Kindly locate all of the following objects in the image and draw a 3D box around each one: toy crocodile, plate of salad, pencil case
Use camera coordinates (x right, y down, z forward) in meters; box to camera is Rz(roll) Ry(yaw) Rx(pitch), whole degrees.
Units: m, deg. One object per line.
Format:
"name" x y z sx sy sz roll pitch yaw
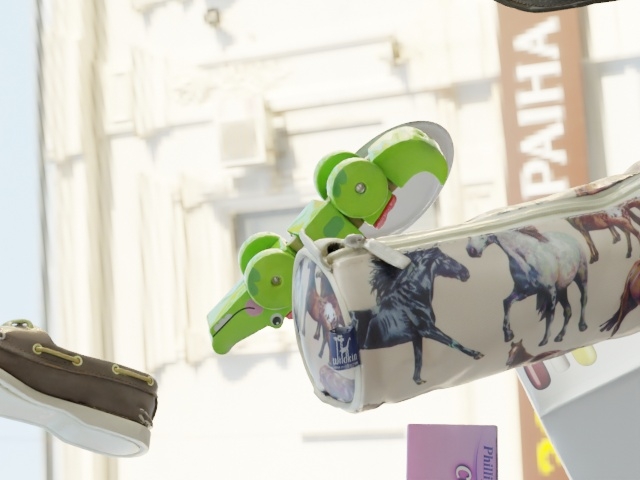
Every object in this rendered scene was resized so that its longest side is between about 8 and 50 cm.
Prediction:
"toy crocodile" 0.000 0.000 1.631 0.105 0.340 0.115 44 178 -14
"plate of salad" 0.077 -0.070 1.775 0.048 0.200 0.200 49 -177 33
"pencil case" 0.179 0.035 1.385 0.183 0.410 0.160 88 162 -44

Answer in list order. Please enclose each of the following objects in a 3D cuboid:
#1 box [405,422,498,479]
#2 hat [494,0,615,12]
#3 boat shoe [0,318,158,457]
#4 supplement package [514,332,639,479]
"box" 0.172 0.361 1.905 0.243 0.117 0.213 73 -161 -74
"hat" 0.282 -0.350 1.487 0.331 0.331 0.134 -61 -28 -53
"boat shoe" -0.329 0.147 1.640 0.324 0.116 0.096 25 -122 -24
"supplement package" 0.399 0.186 1.804 0.204 0.262 0.145 60 -175 -33
